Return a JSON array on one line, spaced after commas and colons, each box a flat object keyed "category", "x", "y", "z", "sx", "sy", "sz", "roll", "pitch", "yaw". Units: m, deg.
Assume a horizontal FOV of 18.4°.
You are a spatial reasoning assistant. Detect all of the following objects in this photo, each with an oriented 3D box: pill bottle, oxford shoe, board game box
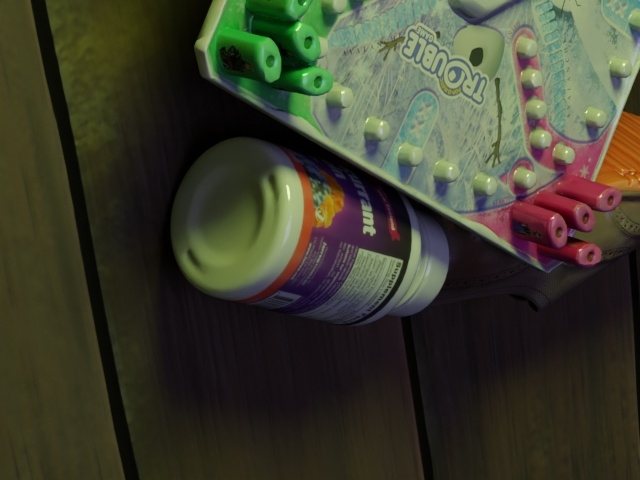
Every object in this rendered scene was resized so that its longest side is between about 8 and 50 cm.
[{"category": "pill bottle", "x": 0.000, "y": 0.000, "z": 1.342, "sx": 0.193, "sy": 0.108, "sz": 0.108, "roll": 15, "pitch": 91, "yaw": -49}, {"category": "oxford shoe", "x": 0.189, "y": -0.024, "z": 1.557, "sx": 0.363, "sy": 0.130, "sz": 0.133, "roll": -6, "pitch": 126, "yaw": -42}, {"category": "board game box", "x": 0.131, "y": -0.212, "z": 1.298, "sx": 0.390, "sy": 0.050, "sz": 0.390, "roll": 28, "pitch": 82, "yaw": -45}]
